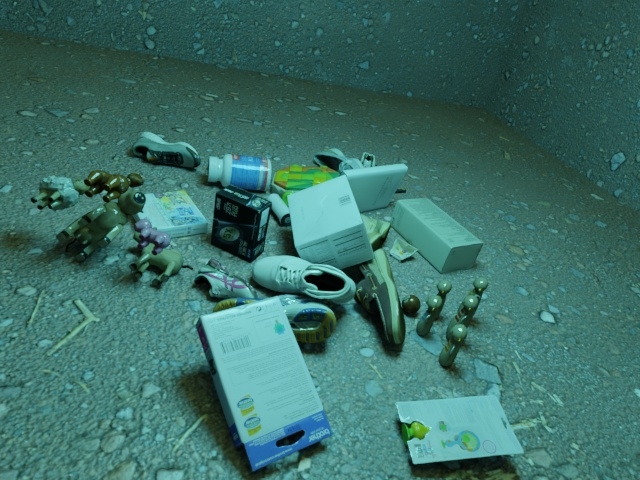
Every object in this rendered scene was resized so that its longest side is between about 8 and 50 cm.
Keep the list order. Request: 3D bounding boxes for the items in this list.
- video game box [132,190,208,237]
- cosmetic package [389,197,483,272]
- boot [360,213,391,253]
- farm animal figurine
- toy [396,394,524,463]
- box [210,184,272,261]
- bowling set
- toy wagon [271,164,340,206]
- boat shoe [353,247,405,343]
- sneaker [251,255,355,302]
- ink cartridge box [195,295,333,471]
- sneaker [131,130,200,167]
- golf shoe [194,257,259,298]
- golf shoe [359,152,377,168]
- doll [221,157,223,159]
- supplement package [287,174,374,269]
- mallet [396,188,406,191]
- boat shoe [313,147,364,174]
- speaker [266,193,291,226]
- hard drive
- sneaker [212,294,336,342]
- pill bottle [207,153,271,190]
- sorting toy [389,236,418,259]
[{"bbox_3d":[-0.477,-0.082,1.425,0.187,0.048,0.205,-12,41,-33],"label":"video game box"},{"bbox_3d":[0.405,-0.027,1.642,0.160,0.113,0.309,-6,38,-29],"label":"cosmetic package"},{"bbox_3d":[0.111,-0.030,1.540,0.203,0.095,0.262,24,31,13],"label":"boot"},{"bbox_3d":[-0.520,-0.045,1.199,0.326,0.331,0.172,-8,30,18],"label":"farm animal figurine"},{"bbox_3d":[0.286,0.407,0.976,0.237,0.056,0.137,2,38,-11],"label":"toy"},{"bbox_3d":[-0.234,-0.050,1.349,0.147,0.180,0.077,24,33,14],"label":"box"},{"bbox_3d":[0.324,0.180,1.248,0.199,0.154,0.287,25,33,15],"label":"bowling set"},{"bbox_3d":[-0.011,-0.218,1.769,0.344,0.068,0.267,2,33,1],"label":"toy wagon"},{"bbox_3d":[0.154,0.155,1.280,0.123,0.123,0.342,-16,38,8],"label":"boat shoe"},{"bbox_3d":[-0.055,0.089,1.194,0.292,0.108,0.169,10,-11,10],"label":"sneaker"},{"bbox_3d":[-0.118,0.279,0.934,0.185,0.065,0.311,-10,62,-33],"label":"ink cartridge box"},{"bbox_3d":[-0.577,-0.321,1.723,0.271,0.100,0.108,16,46,9],"label":"sneaker"},{"bbox_3d":[-0.243,0.126,1.197,0.186,0.068,0.086,29,61,21],"label":"golf shoe"},{"bbox_3d":[0.216,-0.337,2.039,0.105,0.120,0.273,14,31,1],"label":"golf shoe"},{"bbox_3d":[-0.346,-0.291,1.803,0.188,0.046,0.129,0,34,-23],"label":"doll"},{"bbox_3d":[0.026,-0.046,1.397,0.203,0.145,0.262,-19,40,5],"label":"supplement package"},{"bbox_3d":[0.288,-0.219,1.968,0.189,0.039,0.062,-9,37,-40],"label":"mallet"},{"bbox_3d":[0.083,-0.307,1.948,0.103,0.118,0.320,-11,36,-25],"label":"boat shoe"},{"bbox_3d":[-0.140,-0.108,1.596,0.055,0.055,0.136,-6,38,-30],"label":"speaker"},{"bbox_3d":[0.170,-0.185,1.703,0.307,0.203,0.040,-12,52,-36],"label":"hard drive"},{"bbox_3d":[-0.115,0.188,1.131,0.296,0.112,0.131,8,12,-10],"label":"sneaker"},{"bbox_3d":[-0.299,-0.252,1.687,0.221,0.124,0.124,3,34,-18],"label":"pill bottle"},{"bbox_3d":[0.275,0.038,1.558,0.083,0.045,0.075,34,44,27],"label":"sorting toy"}]
